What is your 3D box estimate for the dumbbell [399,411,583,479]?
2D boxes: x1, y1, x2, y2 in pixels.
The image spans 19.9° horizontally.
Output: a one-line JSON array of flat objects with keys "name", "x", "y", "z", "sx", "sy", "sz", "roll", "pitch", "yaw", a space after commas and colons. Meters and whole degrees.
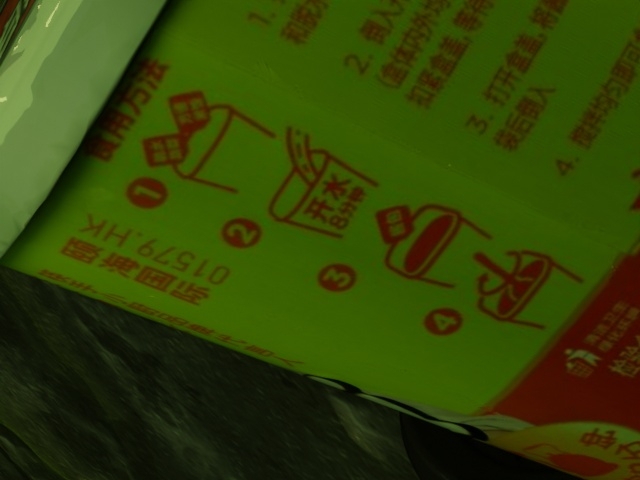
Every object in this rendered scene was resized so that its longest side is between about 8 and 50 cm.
[{"name": "dumbbell", "x": 0.105, "y": 0.037, "z": 0.863, "sx": 0.143, "sy": 0.143, "sz": 0.325, "roll": 30, "pitch": 148, "yaw": 28}]

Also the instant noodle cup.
[{"name": "instant noodle cup", "x": 0.057, "y": -0.062, "z": 0.601, "sx": 0.308, "sy": 0.294, "sz": 0.294, "roll": 27, "pitch": 156, "yaw": -17}]
